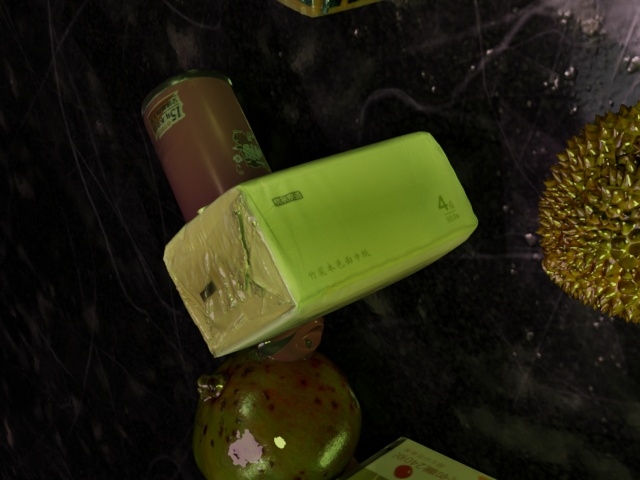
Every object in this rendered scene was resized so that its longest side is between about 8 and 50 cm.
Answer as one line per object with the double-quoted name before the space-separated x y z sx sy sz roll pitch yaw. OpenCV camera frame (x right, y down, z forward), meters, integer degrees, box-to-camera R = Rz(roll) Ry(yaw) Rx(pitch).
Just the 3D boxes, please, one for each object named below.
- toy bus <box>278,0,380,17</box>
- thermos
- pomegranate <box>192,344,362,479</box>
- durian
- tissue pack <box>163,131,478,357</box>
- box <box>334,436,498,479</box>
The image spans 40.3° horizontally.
"toy bus" 0.031 -0.238 0.678 0.091 0.182 0.103 38 136 31
"thermos" -0.084 -0.016 0.944 0.136 0.109 0.330 73 172 -69
"pomegranate" -0.034 0.230 0.982 0.246 0.198 0.198 58 141 7
"durian" 0.226 -0.016 0.594 0.158 0.168 0.137 52 160 45
"tissue pack" 0.000 0.000 0.790 0.159 0.234 0.125 -35 79 51
"box" 0.104 0.356 0.759 0.385 0.344 0.122 15 118 45
